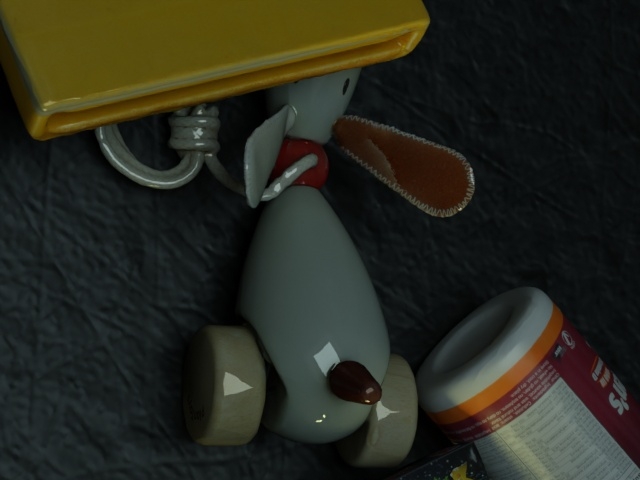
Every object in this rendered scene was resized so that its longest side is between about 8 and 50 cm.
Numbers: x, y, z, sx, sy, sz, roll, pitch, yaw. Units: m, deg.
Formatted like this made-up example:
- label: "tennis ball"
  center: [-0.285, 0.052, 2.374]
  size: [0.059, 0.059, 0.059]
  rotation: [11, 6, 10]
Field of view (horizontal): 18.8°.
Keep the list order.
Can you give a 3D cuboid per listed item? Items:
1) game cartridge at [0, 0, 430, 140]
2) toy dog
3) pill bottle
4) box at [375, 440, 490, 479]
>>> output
- label: "game cartridge"
  center: [-0.116, -0.239, 1.288]
  size: [0.285, 0.052, 0.323]
  rotation: [-15, 68, -26]
- label: "toy dog"
  center: [0.000, 0.000, 1.303]
  size: [0.220, 0.161, 0.333]
  rotation: [-17, 91, -27]
- label: "pill bottle"
  center: [0.178, 0.150, 1.391]
  size: [0.221, 0.121, 0.121]
  rotation: [49, 67, -12]
- label: "box"
  center: [0.032, 0.252, 1.284]
  size: [0.233, 0.044, 0.159]
  rotation: [-23, 90, -28]
